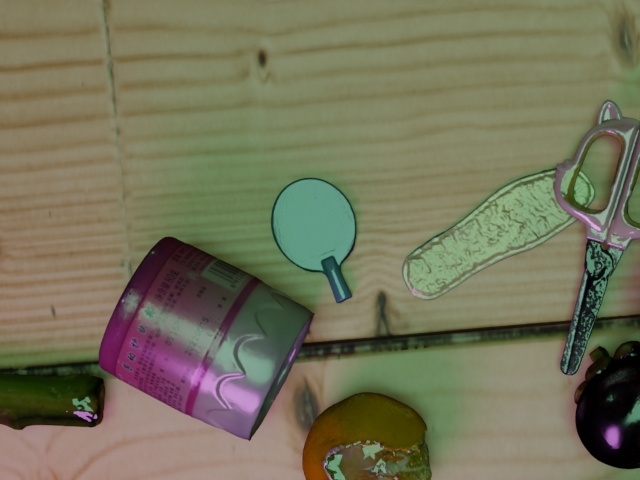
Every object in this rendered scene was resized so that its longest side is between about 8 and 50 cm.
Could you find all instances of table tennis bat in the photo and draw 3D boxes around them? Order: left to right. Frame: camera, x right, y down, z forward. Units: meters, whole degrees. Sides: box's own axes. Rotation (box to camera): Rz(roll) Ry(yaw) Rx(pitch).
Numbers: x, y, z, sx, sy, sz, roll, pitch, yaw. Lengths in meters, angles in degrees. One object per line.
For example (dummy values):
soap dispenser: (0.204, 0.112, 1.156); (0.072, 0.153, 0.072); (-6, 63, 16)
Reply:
table tennis bat: (0.000, 0.000, 1.614); (0.100, 0.019, 0.155); (-24, 86, 4)

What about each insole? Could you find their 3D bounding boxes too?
insole: (0.207, -0.011, 1.597); (0.248, 0.011, 0.081); (-32, 87, 4)

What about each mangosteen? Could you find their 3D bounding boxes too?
mangosteen: (0.347, 0.180, 1.535); (0.137, 0.137, 0.151); (-27, 53, 4)

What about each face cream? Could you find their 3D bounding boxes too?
face cream: (-0.128, 0.112, 1.545); (0.195, 0.175, 0.175); (27, 92, 7)

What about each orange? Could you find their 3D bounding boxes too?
orange: (0.052, 0.252, 1.550); (0.156, 0.134, 0.157); (0, 90, 21)

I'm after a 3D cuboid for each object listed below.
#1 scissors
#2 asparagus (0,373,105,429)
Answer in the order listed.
scissors: (0.327, 0.003, 1.560); (0.160, 0.024, 0.317); (18, 95, 18)
asparagus: (-0.393, 0.188, 1.629); (0.277, 0.060, 0.067); (4, 109, 5)
